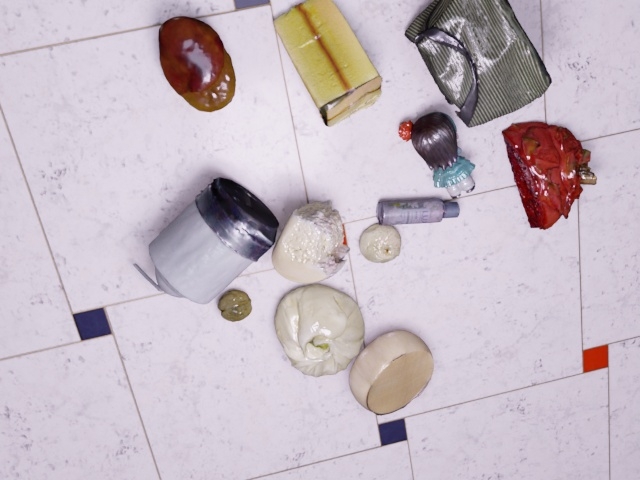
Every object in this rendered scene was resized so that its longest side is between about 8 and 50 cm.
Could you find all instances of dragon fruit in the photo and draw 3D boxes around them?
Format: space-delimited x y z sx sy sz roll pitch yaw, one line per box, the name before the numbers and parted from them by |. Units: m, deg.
dragon fruit | 0.629 -0.176 1.830 0.205 0.152 0.317 -26 113 -1

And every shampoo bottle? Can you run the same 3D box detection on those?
shampoo bottle | 0.259 -0.077 1.845 0.214 0.072 0.072 -3 111 -10

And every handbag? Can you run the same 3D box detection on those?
handbag | 0.363 -0.446 1.640 0.240 0.247 0.340 -31 116 15

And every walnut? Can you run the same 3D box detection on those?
walnut | -0.226 0.172 1.850 0.092 0.092 0.092 -3 111 -9

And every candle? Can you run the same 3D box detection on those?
candle | -0.281 0.024 1.708 0.342 0.221 0.221 -44 112 11

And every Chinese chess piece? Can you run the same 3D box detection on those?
Chinese chess piece | 0.198 0.366 1.939 0.250 0.103 0.249 -21 133 -24

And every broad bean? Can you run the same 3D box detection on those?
broad bean | -0.282 -0.400 1.595 0.156 0.122 0.228 -24 110 -3

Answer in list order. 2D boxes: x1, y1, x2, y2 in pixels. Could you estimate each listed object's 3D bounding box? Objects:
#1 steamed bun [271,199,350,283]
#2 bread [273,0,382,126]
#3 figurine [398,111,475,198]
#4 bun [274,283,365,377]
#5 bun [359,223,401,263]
steamed bun | 0.000 0.000 1.747 0.170 0.225 0.200 28 119 9
bread | 0.022 -0.431 1.683 0.168 0.163 0.264 -28 82 2
figurine | 0.306 -0.214 1.785 0.138 0.110 0.245 -24 121 19
bun | 0.005 0.249 1.878 0.259 0.160 0.259 -4 109 -11
bun | 0.162 0.011 1.861 0.115 0.069 0.115 -3 110 -8
